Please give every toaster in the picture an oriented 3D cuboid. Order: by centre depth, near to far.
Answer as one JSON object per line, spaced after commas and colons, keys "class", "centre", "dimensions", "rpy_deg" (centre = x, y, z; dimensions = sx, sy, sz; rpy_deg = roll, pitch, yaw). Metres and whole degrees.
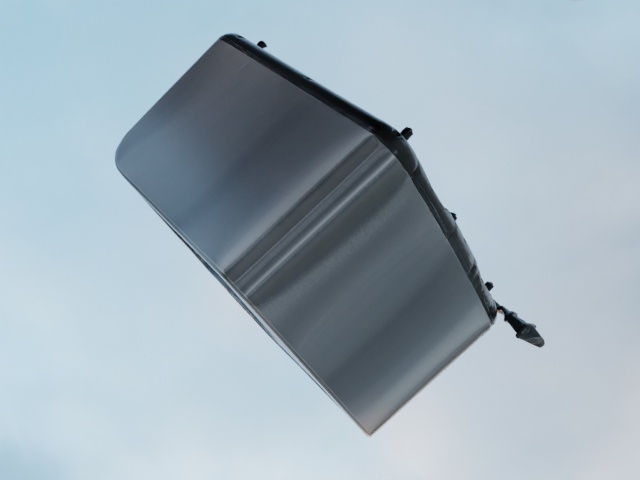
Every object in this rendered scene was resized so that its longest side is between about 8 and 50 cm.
{"class": "toaster", "centre": [0.000, 0.000, 0.481], "dimensions": [0.110, 0.186, 0.168], "rpy_deg": [-44, -44, -7]}
